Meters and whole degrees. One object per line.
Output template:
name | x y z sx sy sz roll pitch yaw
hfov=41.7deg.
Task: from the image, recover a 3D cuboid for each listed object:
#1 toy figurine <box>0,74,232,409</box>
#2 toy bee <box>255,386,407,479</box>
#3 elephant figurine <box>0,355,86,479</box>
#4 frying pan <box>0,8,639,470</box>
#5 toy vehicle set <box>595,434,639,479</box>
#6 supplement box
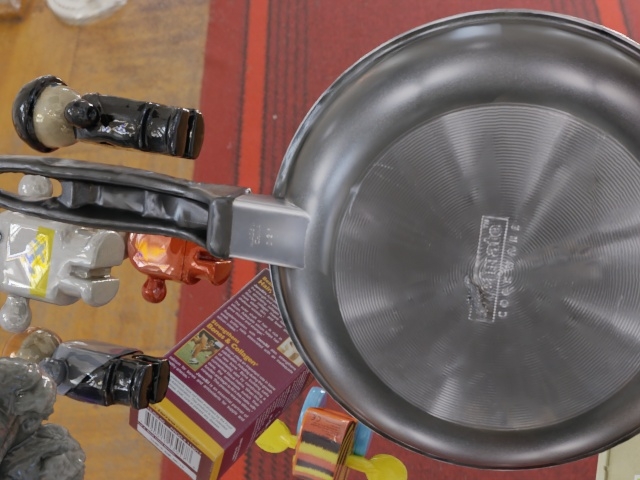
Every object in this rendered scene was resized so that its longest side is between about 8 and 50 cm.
toy figurine | -0.176 0.004 0.635 0.148 0.213 0.209 10 52 17
toy bee | 0.025 0.281 1.101 0.195 0.298 0.162 16 92 32
elephant figurine | -0.157 0.147 0.308 0.186 0.169 0.239 -47 33 6
frying pan | 0.016 -0.024 0.343 0.326 0.053 0.197 29 106 2
toy vehicle set | 0.303 0.230 0.675 0.166 0.035 0.267 -12 47 41
supplement box | -0.079 0.128 0.803 0.104 0.081 0.188 37 51 15
